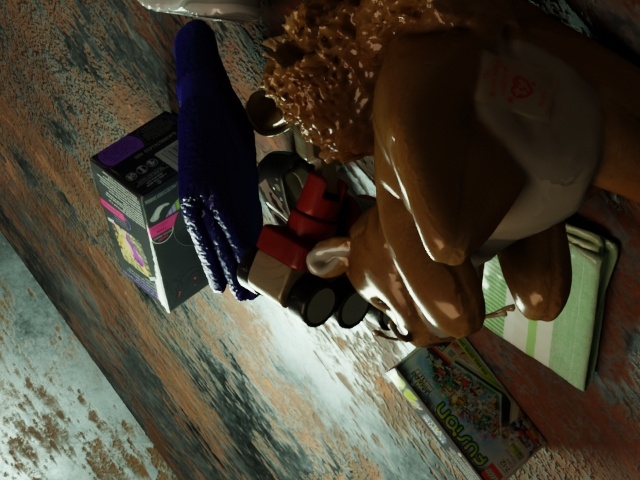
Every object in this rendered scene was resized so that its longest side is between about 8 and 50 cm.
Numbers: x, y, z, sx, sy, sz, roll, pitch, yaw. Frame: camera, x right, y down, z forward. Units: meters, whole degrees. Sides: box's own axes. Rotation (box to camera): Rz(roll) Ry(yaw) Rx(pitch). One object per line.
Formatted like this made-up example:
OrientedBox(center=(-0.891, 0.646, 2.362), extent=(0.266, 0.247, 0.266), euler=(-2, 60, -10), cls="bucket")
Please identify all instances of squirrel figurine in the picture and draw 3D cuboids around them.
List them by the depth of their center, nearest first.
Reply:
OrientedBox(center=(0.112, -0.084, 1.114), extent=(0.397, 0.281, 0.370), euler=(64, 157, 16), cls="squirrel figurine")

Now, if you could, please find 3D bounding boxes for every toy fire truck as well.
OrientedBox(center=(0.026, -0.038, 1.328), extent=(0.158, 0.217, 0.246), euler=(30, 104, 39), cls="toy fire truck")

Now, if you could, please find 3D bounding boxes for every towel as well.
OrientedBox(center=(0.197, 0.011, 1.317), extent=(0.325, 0.038, 0.248), euler=(35, 148, 32), cls="towel")
OrientedBox(center=(-0.136, -0.098, 1.403), extent=(0.227, 0.076, 0.308), euler=(67, -168, -48), cls="towel")

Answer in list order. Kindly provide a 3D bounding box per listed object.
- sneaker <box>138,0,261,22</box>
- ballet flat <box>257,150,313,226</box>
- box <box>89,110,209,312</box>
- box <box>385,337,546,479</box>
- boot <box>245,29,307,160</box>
OrientedBox(center=(-0.148, -0.343, 1.427), extent=(0.281, 0.105, 0.115), euler=(22, 106, 53), cls="sneaker")
OrientedBox(center=(0.000, 0.000, 1.566), extent=(0.096, 0.095, 0.280), euler=(-17, 107, 50), cls="ballet flat")
OrientedBox(center=(-0.248, -0.045, 1.829), extent=(0.143, 0.165, 0.270), euler=(36, 149, 32), cls="box")
OrientedBox(center=(0.194, 0.222, 1.481), extent=(0.207, 0.114, 0.036), euler=(52, 153, 3), cls="box")
OrientedBox(center=(-0.039, -0.203, 1.423), extent=(0.197, 0.073, 0.152), euler=(36, 138, 48), cls="boot")
